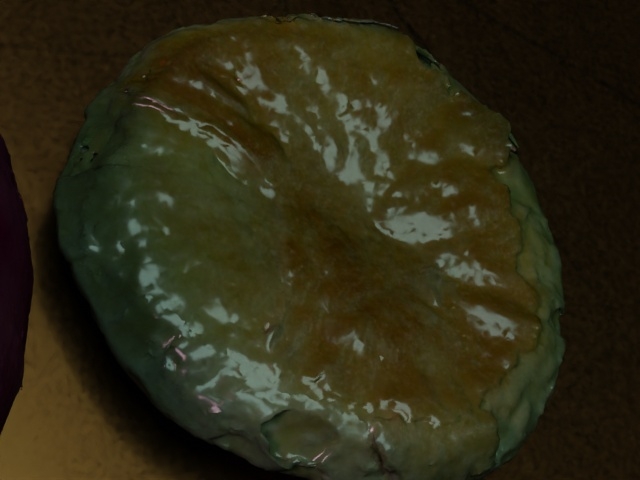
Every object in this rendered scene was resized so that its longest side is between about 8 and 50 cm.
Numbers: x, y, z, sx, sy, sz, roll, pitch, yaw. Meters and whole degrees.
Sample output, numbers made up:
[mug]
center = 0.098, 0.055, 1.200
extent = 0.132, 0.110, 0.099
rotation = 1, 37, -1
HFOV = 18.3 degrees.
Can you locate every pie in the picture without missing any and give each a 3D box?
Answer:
[pie]
center = 0.000, 0.000, 1.092
extent = 0.306, 0.071, 0.306
rotation = 10, 62, -19

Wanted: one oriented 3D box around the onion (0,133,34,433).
[onion]
center = -0.279, 0.005, 0.859
extent = 0.358, 0.345, 0.358
rotation = 30, 53, -49
